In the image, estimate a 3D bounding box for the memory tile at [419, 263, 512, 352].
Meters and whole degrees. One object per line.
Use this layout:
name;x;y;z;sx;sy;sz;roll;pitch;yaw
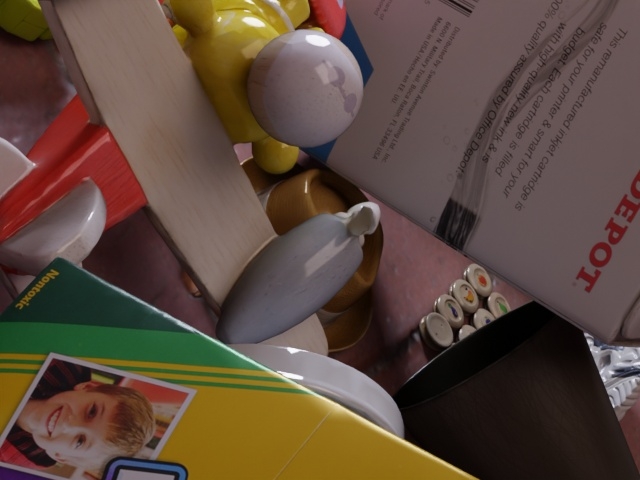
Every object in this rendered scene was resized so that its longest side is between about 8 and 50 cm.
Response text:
memory tile;0.157;0.093;1.620;0.113;0.012;0.148;54;38;-5

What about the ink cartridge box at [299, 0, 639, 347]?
ink cartridge box;0.188;-0.124;1.431;0.395;0.285;0.166;34;11;25

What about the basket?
basket;0.200;0.193;1.487;0.204;0.154;0.227;-34;97;-27

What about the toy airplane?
toy airplane;-0.100;-0.096;1.233;0.386;0.272;0.385;14;76;-53

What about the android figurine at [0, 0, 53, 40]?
android figurine;-0.270;-0.271;1.363;0.273;0.056;0.248;42;40;-19

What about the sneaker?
sneaker;0.310;0.136;1.693;0.235;0.094;0.153;-66;149;-22

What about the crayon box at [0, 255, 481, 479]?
crayon box;-0.133;0.217;0.905;0.313;0.106;0.363;25;57;25

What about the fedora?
fedora;0.000;0.000;1.456;0.194;0.079;0.194;27;48;-34

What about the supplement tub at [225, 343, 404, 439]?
supplement tub;-0.052;0.261;1.086;0.241;0.241;0.331;32;44;-30
